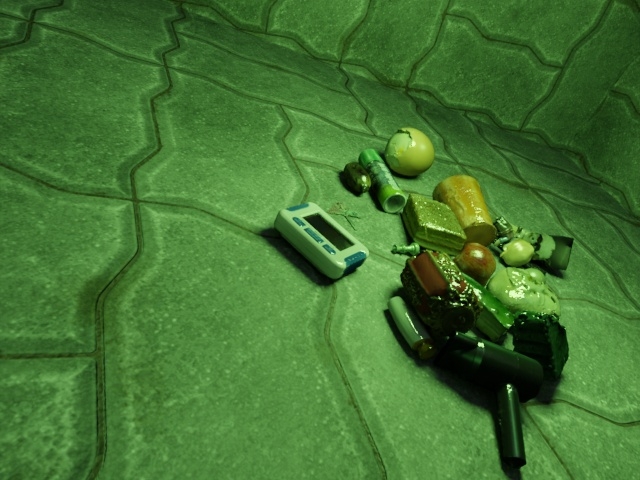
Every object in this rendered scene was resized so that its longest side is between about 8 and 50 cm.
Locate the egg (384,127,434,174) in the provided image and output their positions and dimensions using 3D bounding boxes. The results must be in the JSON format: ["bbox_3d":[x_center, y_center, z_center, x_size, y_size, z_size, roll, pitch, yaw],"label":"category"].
[{"bbox_3d":[0.386,-0.374,2.100,0.244,0.201,0.201,13,33,-38],"label":"egg"}]

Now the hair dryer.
[{"bbox_3d":[0.398,0.369,1.150,0.244,0.116,0.302,21,39,-5],"label":"hair dryer"}]

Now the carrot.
[{"bbox_3d":[0.543,-0.099,1.866,0.196,0.196,0.254,14,44,-20],"label":"carrot"}]

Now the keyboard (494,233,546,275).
[{"bbox_3d":[0.775,0.058,1.935,0.250,0.017,0.087,44,34,24],"label":"keyboard"}]

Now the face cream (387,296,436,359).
[{"bbox_3d":[0.234,0.224,1.270,0.072,0.051,0.182,7,36,-35],"label":"face cream"}]

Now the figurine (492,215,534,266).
[{"bbox_3d":[0.707,0.008,1.837,0.114,0.108,0.196,-32,84,-46],"label":"figurine"}]

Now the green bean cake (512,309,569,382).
[{"bbox_3d":[0.614,0.265,1.360,0.107,0.193,0.208,-6,8,41],"label":"green bean cake"}]

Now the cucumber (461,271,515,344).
[{"bbox_3d":[0.440,0.160,1.471,0.325,0.105,0.145,41,35,26],"label":"cucumber"}]

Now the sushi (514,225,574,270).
[{"bbox_3d":[0.844,0.022,1.947,0.273,0.134,0.109,12,8,-4],"label":"sushi"}]

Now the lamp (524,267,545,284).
[{"bbox_3d":[0.743,0.175,1.691,0.091,0.091,0.163,12,48,-22],"label":"lamp"}]

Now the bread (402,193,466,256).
[{"bbox_3d":[0.395,-0.052,1.735,0.184,0.110,0.234,17,31,-11],"label":"bread"}]

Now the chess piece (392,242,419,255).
[{"bbox_3d":[0.273,0.028,1.595,0.093,0.042,0.042,0,40,-24],"label":"chess piece"}]

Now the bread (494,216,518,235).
[{"bbox_3d":[0.819,-0.050,2.112,0.154,0.028,0.068,28,32,3],"label":"bread"}]

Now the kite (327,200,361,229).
[{"bbox_3d":[0.082,-0.085,1.644,0.137,0.005,0.152,6,38,-26],"label":"kite"}]

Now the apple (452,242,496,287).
[{"bbox_3d":[0.493,0.085,1.578,0.131,0.146,0.146,41,34,11],"label":"apple"}]

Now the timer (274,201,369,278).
[{"bbox_3d":[0.000,0.000,1.397,0.253,0.078,0.178,42,33,20],"label":"timer"}]

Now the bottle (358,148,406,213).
[{"bbox_3d":[0.230,-0.236,1.886,0.093,0.093,0.330,10,36,-25],"label":"bottle"}]

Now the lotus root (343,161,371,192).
[{"bbox_3d":[0.136,-0.239,1.833,0.089,0.080,0.179,9,35,-27],"label":"lotus root"}]

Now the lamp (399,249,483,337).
[{"bbox_3d":[0.319,0.139,1.326,0.177,0.177,0.274,15,24,-18],"label":"lamp"}]

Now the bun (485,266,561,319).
[{"bbox_3d":[0.643,0.180,1.546,0.239,0.141,0.239,21,30,-13],"label":"bun"}]
